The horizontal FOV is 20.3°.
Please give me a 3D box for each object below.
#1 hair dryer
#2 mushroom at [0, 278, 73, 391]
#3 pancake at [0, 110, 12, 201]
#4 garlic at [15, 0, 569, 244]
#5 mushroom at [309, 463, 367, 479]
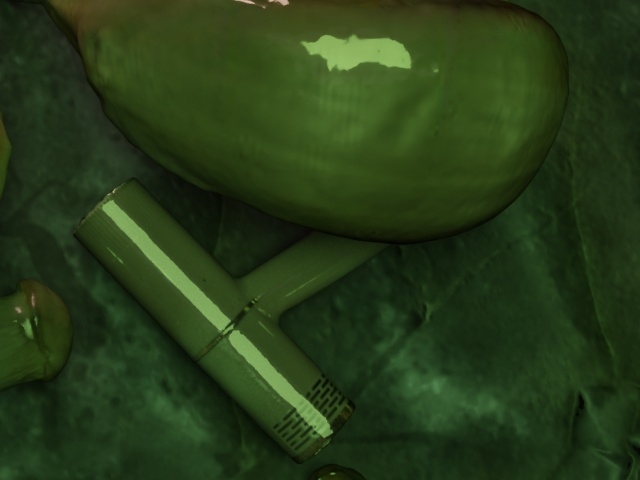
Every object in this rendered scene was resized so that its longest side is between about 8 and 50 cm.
[{"bbox_3d":[-0.006,-0.011,1.083,0.195,0.053,0.220,45,75,-3],"label":"hair dryer"},{"bbox_3d":[-0.274,0.046,0.999,0.270,0.103,0.118,20,72,-16],"label":"mushroom"},{"bbox_3d":[-0.296,-0.072,0.969,0.282,0.049,0.282,18,51,-24],"label":"pancake"},{"bbox_3d":[-0.019,-0.085,1.034,0.338,0.196,0.151,5,106,-11],"label":"garlic"},{"bbox_3d":[-0.116,0.184,1.042,0.306,0.043,0.068,-10,67,-12],"label":"mushroom"}]
